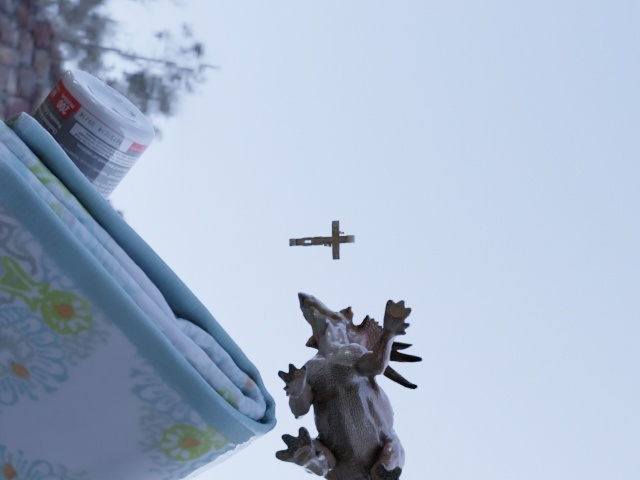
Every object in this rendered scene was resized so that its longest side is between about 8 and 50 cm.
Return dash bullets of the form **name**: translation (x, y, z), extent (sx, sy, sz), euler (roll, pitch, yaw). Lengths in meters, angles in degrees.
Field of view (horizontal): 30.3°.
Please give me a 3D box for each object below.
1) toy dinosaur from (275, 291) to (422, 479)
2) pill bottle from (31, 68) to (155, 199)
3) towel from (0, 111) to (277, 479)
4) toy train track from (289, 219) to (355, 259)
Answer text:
- **toy dinosaur**: translation (0.036, 0.176, 1.142), extent (0.200, 0.127, 0.295), euler (65, 22, -70)
- **pill bottle**: translation (-0.390, -0.097, 1.754), extent (0.283, 0.161, 0.161), euler (-50, -140, 11)
- **towel**: translation (-0.268, 0.096, 1.015), extent (0.320, 0.374, 0.090), euler (-30, -158, 23)
- **toy train track**: translation (0.000, 0.000, 1.422), extent (0.083, 0.014, 0.048), euler (-4, -97, 20)
